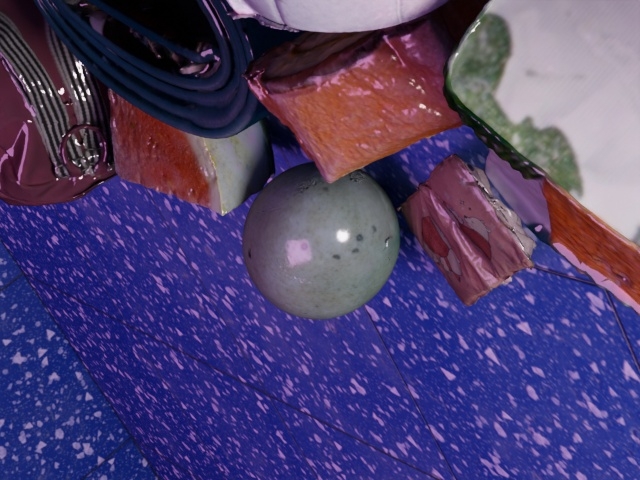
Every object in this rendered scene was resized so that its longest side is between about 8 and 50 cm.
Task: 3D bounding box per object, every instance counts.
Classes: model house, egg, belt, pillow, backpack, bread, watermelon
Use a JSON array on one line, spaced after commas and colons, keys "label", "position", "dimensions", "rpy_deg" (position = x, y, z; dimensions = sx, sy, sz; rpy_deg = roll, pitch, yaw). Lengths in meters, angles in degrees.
[{"label": "model house", "position": [0.241, -0.058, 1.091], "dimensions": [0.271, 0.190, 0.301], "rpy_deg": [40, 172, 15]}, {"label": "egg", "position": [0.000, 0.000, 1.606], "dimensions": [0.169, 0.169, 0.236], "rpy_deg": [50, 164, 0]}, {"label": "belt", "position": [-0.149, -0.279, 1.442], "dimensions": [0.437, 0.173, 0.300], "rpy_deg": [29, 142, 37]}, {"label": "pillow", "position": [0.146, -0.011, 1.470], "dimensions": [0.135, 0.049, 0.248], "rpy_deg": [51, 164, 4]}, {"label": "backpack", "position": [-0.344, -0.199, 1.752], "dimensions": [0.317, 0.283, 0.197], "rpy_deg": [64, 157, -4]}, {"label": "bread", "position": [0.053, -0.141, 1.205], "dimensions": [0.244, 0.190, 0.123], "rpy_deg": [-18, 114, 42]}, {"label": "watermelon", "position": [-0.148, -0.129, 1.677], "dimensions": [0.260, 0.176, 0.256], "rpy_deg": [20, 172, 36]}]

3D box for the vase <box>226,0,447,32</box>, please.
[{"label": "vase", "position": [0.003, -0.357, 0.951], "dimensions": [0.250, 0.250, 0.445], "rpy_deg": [34, 149, 35]}]
